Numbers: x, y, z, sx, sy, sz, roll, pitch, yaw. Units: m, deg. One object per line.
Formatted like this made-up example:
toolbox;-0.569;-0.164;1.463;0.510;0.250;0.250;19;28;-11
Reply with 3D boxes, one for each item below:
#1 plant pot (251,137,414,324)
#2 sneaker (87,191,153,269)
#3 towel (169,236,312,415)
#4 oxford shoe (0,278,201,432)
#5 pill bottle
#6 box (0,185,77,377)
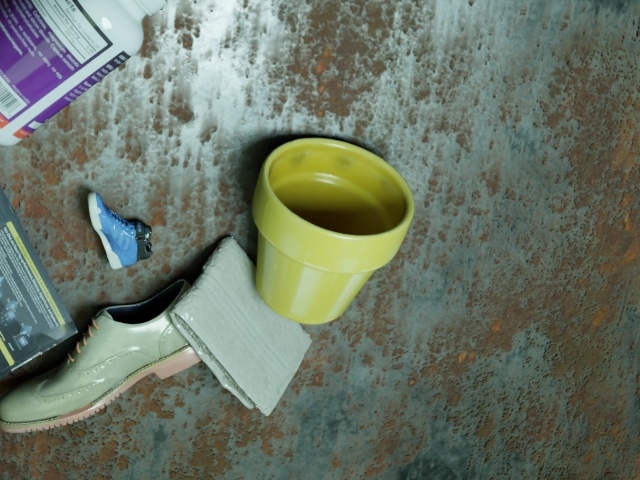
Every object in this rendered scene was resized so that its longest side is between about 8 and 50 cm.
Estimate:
plant pot;0.000;0.000;1.883;0.254;0.254;0.239;4;130;-18
sneaker;-0.321;-0.025;1.870;0.084;0.058;0.152;-16;124;-1
towel;-0.132;0.151;1.970;0.282;0.049;0.187;56;49;-30
oxford shoe;-0.374;0.188;1.933;0.397;0.140;0.146;-27;118;-14
pill bottle;-0.383;-0.293;1.643;0.323;0.181;0.181;-36;121;4
box;-0.600;0.059;1.767;0.318;0.097;0.395;-31;123;-17
